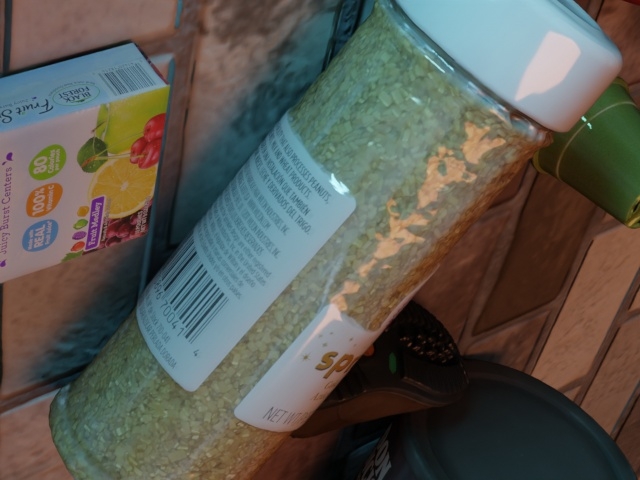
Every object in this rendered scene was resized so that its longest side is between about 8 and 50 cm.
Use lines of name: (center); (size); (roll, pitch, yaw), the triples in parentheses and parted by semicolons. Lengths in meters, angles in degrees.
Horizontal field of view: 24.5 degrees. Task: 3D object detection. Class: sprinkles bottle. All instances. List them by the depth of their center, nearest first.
sprinkles bottle: (0.000, 0.000, 0.782); (0.355, 0.121, 0.121); (-50, 149, 17)

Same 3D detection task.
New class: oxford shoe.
oxford shoe: (0.016, 0.086, 0.976); (0.096, 0.083, 0.227); (-35, 156, 32)

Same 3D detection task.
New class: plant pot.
plant pot: (0.197, -0.052, 0.973); (0.083, 0.079, 0.083); (-29, 148, -20)

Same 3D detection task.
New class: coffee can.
coffee can: (0.096, 0.260, 1.153); (0.201, 0.201, 0.275); (-7, 137, -43)

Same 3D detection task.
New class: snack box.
snack box: (-0.141, -0.027, 0.671); (0.141, 0.037, 0.100); (-20, 143, -31)

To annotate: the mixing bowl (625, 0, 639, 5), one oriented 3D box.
mixing bowl: (0.214, -0.189, 0.792); (0.181, 0.098, 0.181); (-27, 147, -19)
